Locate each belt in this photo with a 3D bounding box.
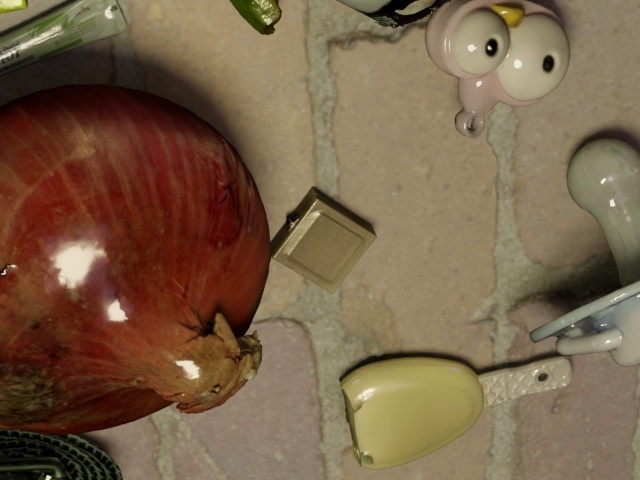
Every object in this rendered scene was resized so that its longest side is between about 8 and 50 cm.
[{"bbox_3d":[-0.330,0.272,1.606,0.257,0.207,0.150,2,114,-30],"label":"belt"}]

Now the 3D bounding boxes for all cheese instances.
[{"bbox_3d":[0.149,0.166,1.732,0.251,0.054,0.127,-13,119,-5],"label":"cheese"}]

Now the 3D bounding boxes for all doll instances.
[{"bbox_3d":[0.195,-0.269,1.515,0.160,0.094,0.365,3,110,-39],"label":"doll"}]

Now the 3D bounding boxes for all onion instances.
[{"bbox_3d":[-0.214,0.025,1.484,0.353,0.354,0.354,-4,114,-9],"label":"onion"}]

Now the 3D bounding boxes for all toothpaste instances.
[{"bbox_3d":[-0.278,-0.180,1.511,0.197,0.029,0.048,-24,116,-3],"label":"toothpaste"}]

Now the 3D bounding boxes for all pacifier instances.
[{"bbox_3d":[0.318,0.004,1.642,0.287,0.238,0.226,-19,84,-20],"label":"pacifier"}]

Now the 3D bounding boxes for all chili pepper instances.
[{"bbox_3d":[-0.118,-0.262,1.493,0.201,0.050,0.052,27,145,-17],"label":"chili pepper"}]

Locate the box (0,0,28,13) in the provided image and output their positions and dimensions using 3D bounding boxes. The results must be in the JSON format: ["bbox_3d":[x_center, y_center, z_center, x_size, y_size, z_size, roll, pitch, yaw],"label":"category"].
[{"bbox_3d":[-0.443,-0.269,1.431,0.335,0.047,0.187,-11,115,-6],"label":"box"}]

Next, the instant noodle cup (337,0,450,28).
[{"bbox_3d":[0.037,-0.312,1.404,0.190,0.251,0.251,29,106,-30],"label":"instant noodle cup"}]

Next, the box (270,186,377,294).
[{"bbox_3d":[0.000,0.000,1.639,0.083,0.035,0.079,33,104,-21],"label":"box"}]
